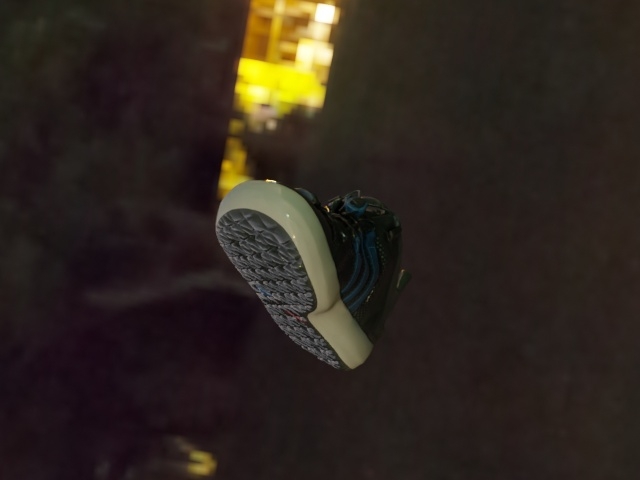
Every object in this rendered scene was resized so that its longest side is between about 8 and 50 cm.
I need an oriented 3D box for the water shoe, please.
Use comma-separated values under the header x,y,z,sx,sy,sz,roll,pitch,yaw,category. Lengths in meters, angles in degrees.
x,y,z,sx,sy,sz,roll,pitch,yaw,category
0.000,0.000,1.062,0.080,0.073,0.203,-54,-20,-14,water shoe
